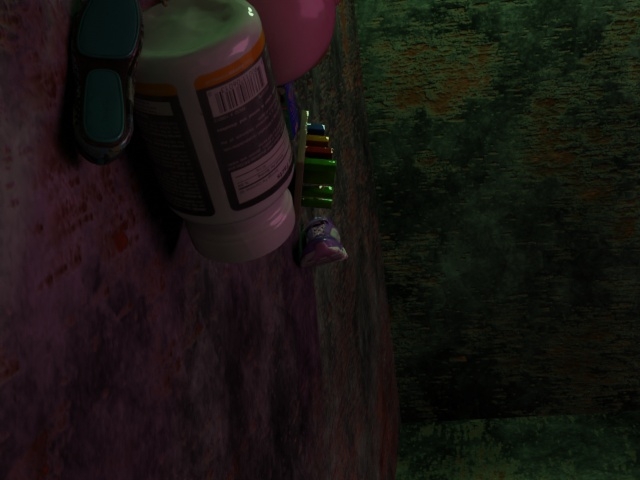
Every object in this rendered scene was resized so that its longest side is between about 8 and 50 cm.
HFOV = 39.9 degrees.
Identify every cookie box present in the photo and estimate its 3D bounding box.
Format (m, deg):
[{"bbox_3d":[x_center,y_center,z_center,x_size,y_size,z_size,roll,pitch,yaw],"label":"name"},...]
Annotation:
[{"bbox_3d":[-0.071,-0.255,1.687,0.092,0.040,0.107,-78,161,-64],"label":"cookie box"}]

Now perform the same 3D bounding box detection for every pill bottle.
[{"bbox_3d":[-0.118,-0.119,0.991,0.162,0.162,0.278,-84,166,-48],"label":"pill bottle"}]

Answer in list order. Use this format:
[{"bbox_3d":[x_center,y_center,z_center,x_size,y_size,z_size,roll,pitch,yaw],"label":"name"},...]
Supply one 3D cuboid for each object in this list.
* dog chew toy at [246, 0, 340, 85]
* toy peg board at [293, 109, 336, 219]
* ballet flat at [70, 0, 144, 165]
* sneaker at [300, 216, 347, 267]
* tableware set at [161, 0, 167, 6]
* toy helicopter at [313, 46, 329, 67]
[{"bbox_3d":[-0.051,-0.367,1.195,0.206,0.207,0.331,72,37,-54],"label":"dog chew toy"},{"bbox_3d":[-0.009,-0.149,1.783,0.161,0.079,0.160,97,-2,-48],"label":"toy peg board"},{"bbox_3d":[-0.205,-0.155,0.834,0.070,0.070,0.188,67,23,-62],"label":"ballet flat"},{"bbox_3d":[0.000,0.000,1.866,0.236,0.095,0.104,9,70,-85],"label":"sneaker"},{"bbox_3d":[-0.207,-0.304,0.854,0.141,0.020,0.169,64,12,8],"label":"tableware set"},{"bbox_3d":[-0.042,-0.436,1.575,0.140,0.235,0.355,42,-23,28],"label":"toy helicopter"}]
